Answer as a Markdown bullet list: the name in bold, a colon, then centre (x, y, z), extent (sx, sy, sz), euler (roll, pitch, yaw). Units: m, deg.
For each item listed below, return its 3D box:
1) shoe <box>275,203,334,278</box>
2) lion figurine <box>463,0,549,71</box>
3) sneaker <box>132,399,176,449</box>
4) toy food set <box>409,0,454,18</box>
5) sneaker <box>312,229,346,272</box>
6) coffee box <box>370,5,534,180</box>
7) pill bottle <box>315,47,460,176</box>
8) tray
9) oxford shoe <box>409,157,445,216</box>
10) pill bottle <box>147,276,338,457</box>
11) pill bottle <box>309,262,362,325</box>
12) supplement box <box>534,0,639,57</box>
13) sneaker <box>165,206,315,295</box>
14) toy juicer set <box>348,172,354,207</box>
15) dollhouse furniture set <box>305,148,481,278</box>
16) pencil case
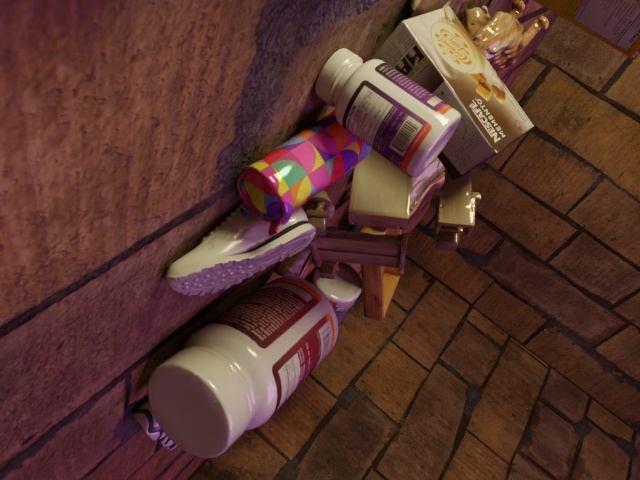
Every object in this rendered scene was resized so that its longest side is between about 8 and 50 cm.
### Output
- **shoe**: centre (-0.024, 0.006, 1.137), extent (0.219, 0.058, 0.076), euler (-55, 167, 17)
- **lion figurine**: centre (0.400, -0.445, 1.209), extent (0.240, 0.142, 0.392), euler (-42, 170, -9)
- **sneaker**: centre (-0.304, 0.366, 1.069), extent (0.153, 0.094, 0.235), euler (-38, 153, -19)
- **toy food set**: centre (0.184, -0.408, 0.791), extent (0.132, 0.038, 0.192), euler (-48, 175, 15)
- **sneaker**: centre (0.041, 0.039, 1.459), extent (0.128, 0.087, 0.221), euler (-46, 157, 14)
- **coffee box**: centre (0.216, -0.242, 0.797), extent (0.141, 0.246, 0.098), euler (-33, 178, -35)
- **pill bottle**: centre (0.090, -0.187, 0.691), extent (0.108, 0.193, 0.108), euler (-48, 168, -14)
- **tray**: centre (0.192, 0.056, 1.528), extent (0.411, 0.076, 0.203), euler (80, 31, -48)
- **oxford shoe**: centre (0.274, -0.190, 1.583), extent (0.397, 0.140, 0.146), euler (-46, 131, 6)
- **pill bottle**: centre (-0.141, 0.241, 1.000), extent (0.392, 0.224, 0.224), euler (-31, 156, -57)
- **pill bottle**: centre (0.018, 0.209, 1.620), extent (0.161, 0.161, 0.283), euler (-40, 163, -41)
- **supplement box**: centre (0.706, -0.656, 1.188), extent (0.195, 0.356, 0.194), euler (-51, 168, -1)
- **sneaker**: centre (-0.126, 0.003, 0.734), extent (0.235, 0.095, 0.090), euler (-24, 161, -24)
- **toy juicer set**: centre (0.156, -0.188, 1.228), extent (0.209, 0.089, 0.329), euler (-4, 122, -45)
- **dollhouse furniture set**: centre (0.139, -0.045, 1.003), extent (0.355, 0.303, 0.174), euler (78, 20, -65)
- **pencil case**: centre (-0.020, -0.111, 0.733), extent (0.236, 0.104, 0.104), euler (-42, 165, -34)
